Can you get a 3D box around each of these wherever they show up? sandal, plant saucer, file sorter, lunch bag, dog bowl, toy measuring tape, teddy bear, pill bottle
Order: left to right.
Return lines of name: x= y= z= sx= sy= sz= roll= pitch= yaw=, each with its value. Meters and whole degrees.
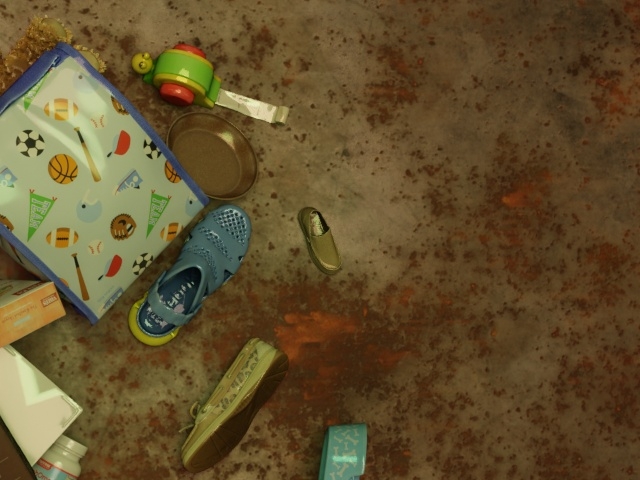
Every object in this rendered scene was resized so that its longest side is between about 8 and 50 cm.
file sorter: x=-0.585 y=0.336 z=1.787 sx=0.193 sy=0.173 sz=0.277 roll=43 pitch=74 yaw=-6
teddy bear: x=-0.562 y=-0.276 z=1.927 sx=0.245 sy=0.113 sz=0.338 roll=30 pitch=69 yaw=-19
pill bottle: x=-0.487 y=0.430 z=1.846 sx=0.087 sy=0.087 sz=0.160 roll=30 pitch=75 yaw=-10
lunch bag: x=-0.445 y=-0.108 z=1.797 sx=0.328 sy=0.239 sz=0.385 roll=-51 pitch=134 yaw=-16
sandal: x=-0.234 y=0.063 z=1.945 sx=0.126 sy=0.138 sz=0.317 roll=35 pitch=73 yaw=-6
plant saucer: x=-0.216 y=-0.159 z=2.001 sx=0.198 sy=0.036 sz=0.198 roll=18 pitch=54 yaw=-27
toy measuring tape: x=-0.209 y=-0.304 z=2.014 sx=0.330 sy=0.121 sz=0.121 roll=18 pitch=78 yaw=-13
dog bowl: x=0.031 y=0.490 z=1.952 sx=0.074 sy=0.166 sz=0.297 roll=9 pitch=80 yaw=-2

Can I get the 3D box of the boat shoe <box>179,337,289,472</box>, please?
boat shoe: x=-0.176 y=0.314 z=1.955 sx=0.089 sy=0.104 sz=0.285 roll=29 pitch=66 yaw=29

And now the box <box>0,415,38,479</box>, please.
box: x=-0.601 y=0.279 z=1.576 sx=0.191 sy=0.143 sz=0.381 roll=-31 pitch=107 yaw=-17

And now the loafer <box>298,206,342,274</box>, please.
loafer: x=0.000 y=0.000 z=2.063 sx=0.056 sy=0.050 sz=0.148 roll=-28 pitch=90 yaw=-17

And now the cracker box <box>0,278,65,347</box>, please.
cracker box: x=-0.563 y=0.126 z=1.751 sx=0.156 sy=0.232 sz=0.067 roll=-30 pitch=110 yaw=-39
